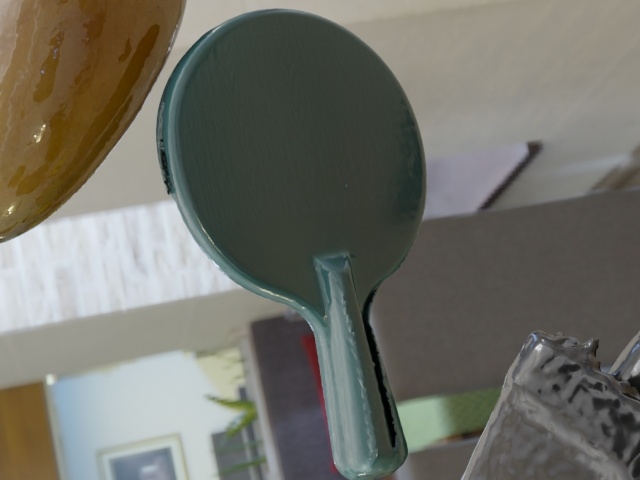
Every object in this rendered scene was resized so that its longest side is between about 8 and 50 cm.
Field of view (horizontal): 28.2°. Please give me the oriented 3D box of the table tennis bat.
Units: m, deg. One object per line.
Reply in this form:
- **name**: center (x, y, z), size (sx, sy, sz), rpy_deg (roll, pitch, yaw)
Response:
- **table tennis bat**: center (0.000, 0.000, 0.530), size (0.033, 0.124, 0.201), rpy_deg (-21, 81, 59)

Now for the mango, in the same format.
- **mango**: center (-0.114, -0.083, 0.546), size (0.085, 0.102, 0.184), rpy_deg (47, -131, -37)

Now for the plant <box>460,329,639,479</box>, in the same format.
- **plant**: center (0.174, 0.135, 0.734), size (0.164, 0.256, 0.142), rpy_deg (48, 180, -42)
